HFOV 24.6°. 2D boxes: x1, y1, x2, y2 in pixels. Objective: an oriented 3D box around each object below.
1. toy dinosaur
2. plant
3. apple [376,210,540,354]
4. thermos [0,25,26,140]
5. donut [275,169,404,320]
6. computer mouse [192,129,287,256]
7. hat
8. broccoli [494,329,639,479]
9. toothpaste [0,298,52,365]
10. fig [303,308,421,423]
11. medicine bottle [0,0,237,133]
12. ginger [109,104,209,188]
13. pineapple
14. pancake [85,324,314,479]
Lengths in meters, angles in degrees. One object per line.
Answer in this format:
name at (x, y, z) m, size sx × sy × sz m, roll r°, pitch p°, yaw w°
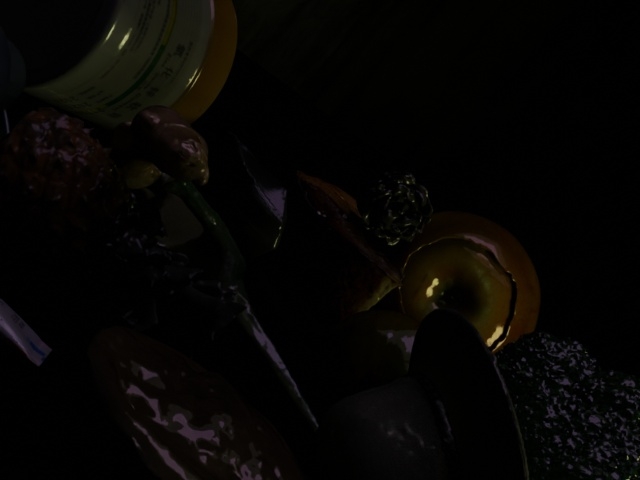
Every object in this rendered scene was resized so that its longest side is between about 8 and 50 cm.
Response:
toy dinosaur at (-0.097, 0.052, 1.477) m, size 0.301 × 0.087 × 0.447 m, roll 53°, pitch -3°, yaw -21°
plant at (0.091, -0.045, 1.906) m, size 0.092 × 0.094 × 0.143 m, roll 52°, pitch -4°, yaw -12°
apple at (0.179, 0.074, 1.971) m, size 0.237 × 0.237 × 0.207 m, roll 44°, pitch 10°, yaw 19°
thermos at (-0.338, -0.140, 1.252) m, size 0.286 × 0.145 × 0.182 m, roll 2°, pitch 71°, yaw -75°
donut at (0.000, 0.000, 1.933) m, size 0.151 × 0.112 × 0.295 m, roll 34°, pitch 10°, yaw -20°
computer mouse at (-0.109, -0.056, 1.791) m, size 0.062 × 0.106 × 0.192 m, roll 8°, pitch 37°, yaw -48°
hat at (0.063, 0.188, 1.207) m, size 0.130 × 0.257 × 0.257 m, roll -7°, pitch 28°, yaw -15°
broccoli at (0.250, 0.242, 1.472) m, size 0.294 × 0.265 × 0.245 m, roll 47°, pitch -15°, yaw -3°
toothpaste at (-0.273, 0.024, 1.071) m, size 0.190 × 0.031 × 0.048 m, roll 42°, pitch 7°, yaw -7°
fig at (0.066, 0.140, 1.487) m, size 0.151 × 0.151 × 0.259 m, roll 41°, pitch 6°, yaw 5°
medicine bottle at (-0.256, -0.260, 1.760) m, size 0.238 × 0.238 × 0.232 m, roll 46°, pitch 13°, yaw 31°
ginger at (-0.137, -0.078, 1.279) m, size 0.089 × 0.075 × 0.288 m, roll 33°, pitch -7°, yaw -9°
pineapple at (-0.177, 0.002, 1.245) m, size 0.248 × 0.128 × 0.128 m, roll 42°, pitch 10°, yaw -5°
pancake at (-0.088, 0.148, 1.138) m, size 0.242 × 0.050 × 0.242 m, roll 37°, pitch 10°, yaw -8°
